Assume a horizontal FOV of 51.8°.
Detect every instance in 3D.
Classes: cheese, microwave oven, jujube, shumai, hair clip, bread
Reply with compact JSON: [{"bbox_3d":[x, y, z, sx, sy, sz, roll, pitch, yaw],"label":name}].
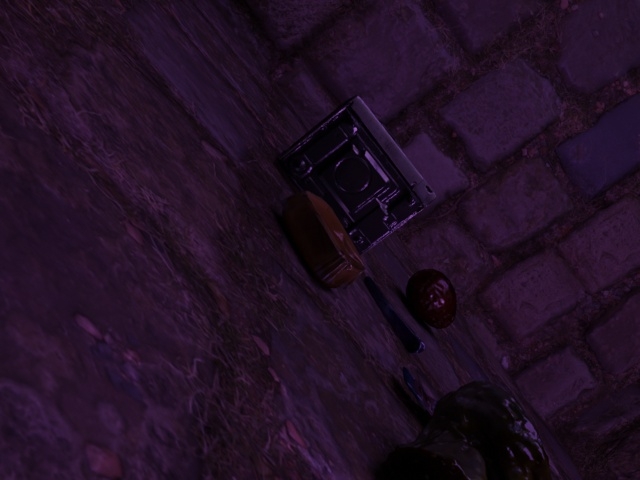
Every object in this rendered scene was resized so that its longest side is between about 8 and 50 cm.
[{"bbox_3d":[0.281,0.416,1.544,0.286,0.074,0.189,51,10,-7],"label":"cheese"},{"bbox_3d":[0.111,-0.201,2.026,0.394,0.333,0.247,51,8,-9],"label":"microwave oven"},{"bbox_3d":[0.414,0.220,2.406,0.255,0.190,0.190,52,9,-44],"label":"jujube"},{"bbox_3d":[0.217,0.421,1.127,0.263,0.304,0.309,0,48,-32],"label":"shumai"},{"bbox_3d":[0.211,0.213,1.931,0.275,0.048,0.083,56,16,17],"label":"hair clip"},{"bbox_3d":[0.000,0.000,1.565,0.241,0.107,0.136,59,15,27],"label":"bread"}]
